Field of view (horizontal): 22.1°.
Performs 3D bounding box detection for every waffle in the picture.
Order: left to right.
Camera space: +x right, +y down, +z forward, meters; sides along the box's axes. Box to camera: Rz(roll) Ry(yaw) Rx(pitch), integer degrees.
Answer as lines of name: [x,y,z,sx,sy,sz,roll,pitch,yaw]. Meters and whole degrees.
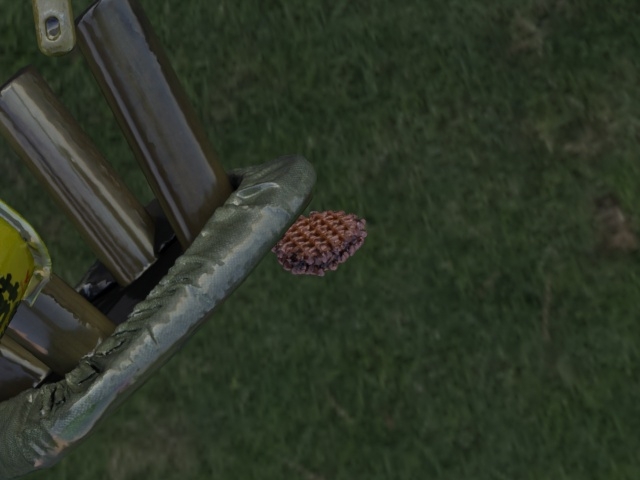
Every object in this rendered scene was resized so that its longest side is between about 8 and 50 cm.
waffle: [0.000,0.000,1.390,0.075,0.083,0.029,2,124,26]

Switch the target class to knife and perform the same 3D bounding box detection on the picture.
knife: [-0.204,-0.269,1.099,0.047,0.017,0.297,-8,90,14]

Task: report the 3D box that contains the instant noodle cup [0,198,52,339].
instant noodle cup: [-0.226,0.045,0.719,0.182,0.144,0.182,13,156,6]

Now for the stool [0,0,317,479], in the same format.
stool: [-0.205,0.000,1.249,0.226,0.310,0.310,48,150,-10]
